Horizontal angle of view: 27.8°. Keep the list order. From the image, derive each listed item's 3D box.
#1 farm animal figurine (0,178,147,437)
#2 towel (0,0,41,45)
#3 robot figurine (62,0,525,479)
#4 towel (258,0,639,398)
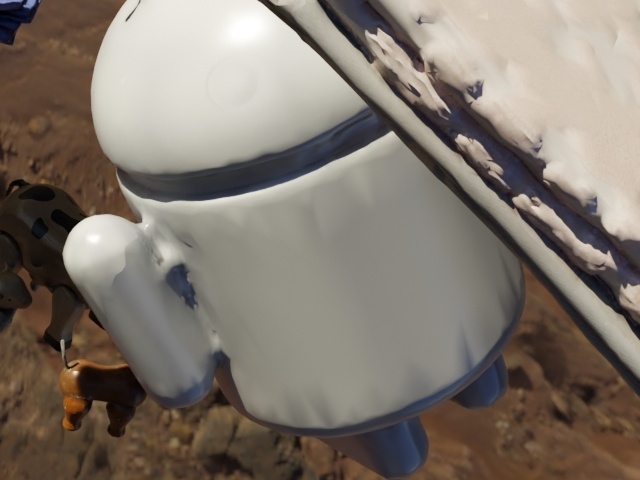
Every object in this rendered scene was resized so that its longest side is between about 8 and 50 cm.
[{"bbox_3d":[-0.221,0.031,1.404,0.327,0.330,0.172,26,125,8],"label":"farm animal figurine"},{"bbox_3d":[-0.398,-0.289,1.130,0.336,0.243,0.040,18,124,-13],"label":"towel"},{"bbox_3d":[-0.004,-0.029,0.746,0.300,0.200,0.353,-38,123,-27],"label":"robot figurine"},{"bbox_3d":[0.143,-0.062,0.501,0.332,0.317,0.053,44,130,-12],"label":"towel"}]
